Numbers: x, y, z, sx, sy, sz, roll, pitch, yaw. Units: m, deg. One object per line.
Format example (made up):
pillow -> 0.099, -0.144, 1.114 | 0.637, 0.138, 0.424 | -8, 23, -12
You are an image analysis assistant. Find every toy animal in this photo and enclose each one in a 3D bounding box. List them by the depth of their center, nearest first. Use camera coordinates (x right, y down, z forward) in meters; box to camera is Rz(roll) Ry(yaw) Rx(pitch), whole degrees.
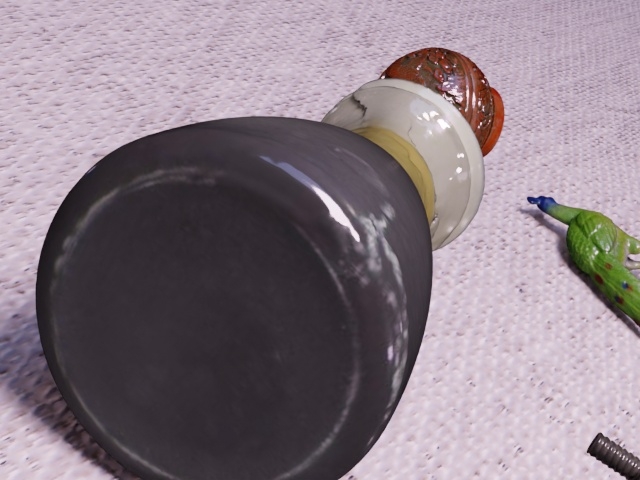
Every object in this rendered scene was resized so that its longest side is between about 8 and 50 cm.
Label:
toy animal -> 0.236, 0.026, 0.919 | 0.075, 0.041, 0.217 | -11, 44, -22

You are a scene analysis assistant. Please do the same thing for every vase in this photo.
vase -> 0.000, 0.000, 0.672 | 0.173, 0.173, 0.321 | 31, 22, 9

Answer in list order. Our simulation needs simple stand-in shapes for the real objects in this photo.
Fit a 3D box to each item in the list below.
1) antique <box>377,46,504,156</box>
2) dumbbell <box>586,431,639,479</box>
antique -> 0.084, -0.097, 0.947 | 0.104, 0.104, 0.104 | 19, 29, -11
dumbbell -> 0.228, 0.162, 0.632 | 0.208, 0.099, 0.099 | 33, 29, 10
